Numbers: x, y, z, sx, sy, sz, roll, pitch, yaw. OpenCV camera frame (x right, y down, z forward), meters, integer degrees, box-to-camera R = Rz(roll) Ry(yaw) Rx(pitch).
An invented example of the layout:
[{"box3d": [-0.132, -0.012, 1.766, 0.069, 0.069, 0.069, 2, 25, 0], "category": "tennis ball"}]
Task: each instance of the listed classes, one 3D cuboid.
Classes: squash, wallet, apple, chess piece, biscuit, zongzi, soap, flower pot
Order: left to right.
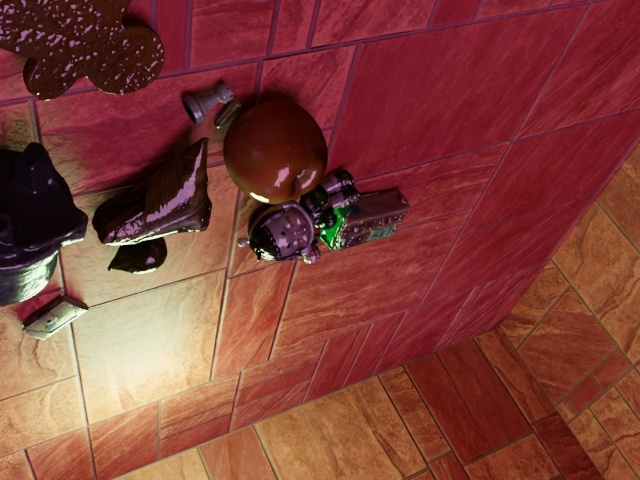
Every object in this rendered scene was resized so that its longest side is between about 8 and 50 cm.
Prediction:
[{"box3d": [-0.619, -0.037, 1.438, 0.299, 0.299, 0.283, -13, 154, -28], "category": "flower pot"}, {"box3d": [-0.731, 0.214, 1.992, 0.155, 0.039, 0.110, -35, 153, 7], "category": "wallet"}, {"box3d": [-0.450, -0.380, 1.263, 0.283, 0.064, 0.432, -49, 149, 15], "category": "biscuit"}, {"box3d": [-0.385, -0.115, 1.679, 0.286, 0.134, 0.288, -17, 150, -28], "category": "zongzi"}, {"box3d": [-0.244, -0.305, 1.587, 0.103, 0.067, 0.067, -32, 153, -15], "category": "chess piece"}, {"box3d": [-0.216, -0.291, 1.668, 0.083, 0.027, 0.027, -42, 150, 25], "category": "squash"}, {"box3d": [-0.099, -0.203, 1.712, 0.253, 0.253, 0.253, -23, 151, -13], "category": "apple"}, {"box3d": [0.143, -0.061, 2.301, 0.273, 0.098, 0.218, -14, 146, -31], "category": "soap"}]

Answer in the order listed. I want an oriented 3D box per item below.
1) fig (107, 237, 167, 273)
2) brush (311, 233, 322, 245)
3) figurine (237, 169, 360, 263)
[{"box3d": [-0.487, 0.039, 1.876, 0.177, 0.117, 0.117, -19, 153, 10], "category": "fig"}, {"box3d": [0.000, 0.000, 2.339, 0.248, 0.036, 0.043, -15, 158, -28], "category": "brush"}, {"box3d": [-0.059, -0.069, 2.048, 0.370, 0.167, 0.281, -33, 120, -15], "category": "figurine"}]
